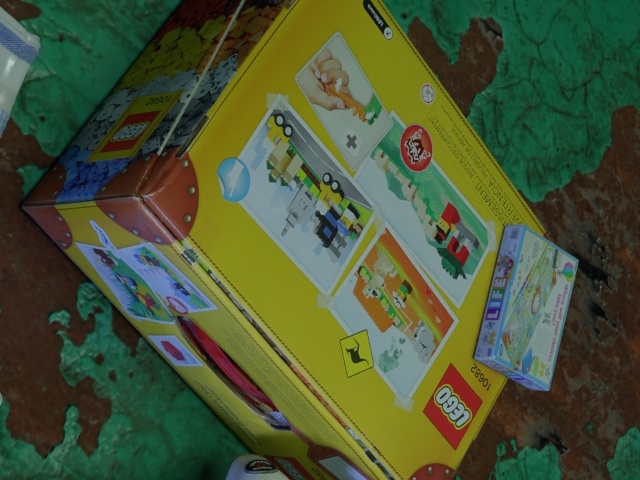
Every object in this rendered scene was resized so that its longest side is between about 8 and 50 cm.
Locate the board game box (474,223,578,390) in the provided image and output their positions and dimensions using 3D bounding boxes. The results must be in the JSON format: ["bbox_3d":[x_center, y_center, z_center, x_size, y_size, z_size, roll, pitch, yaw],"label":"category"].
[{"bbox_3d":[0.224,0.073,1.684,0.103,0.026,0.154,30,68,-38],"label":"board game box"}]

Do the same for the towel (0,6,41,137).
[{"bbox_3d":[-0.362,-0.109,1.376,0.209,0.034,0.285,43,60,-49],"label":"towel"}]

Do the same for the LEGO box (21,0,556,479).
[{"bbox_3d":[0.000,0.000,1.629,0.500,0.193,0.372,51,56,-29],"label":"LEGO box"}]

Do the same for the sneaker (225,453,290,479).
[{"bbox_3d":[-0.072,0.373,1.602,0.123,0.146,0.330,6,109,-16],"label":"sneaker"}]

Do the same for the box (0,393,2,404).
[{"bbox_3d":[-0.397,0.106,1.177,0.148,0.311,0.121,-38,113,-36],"label":"box"}]
